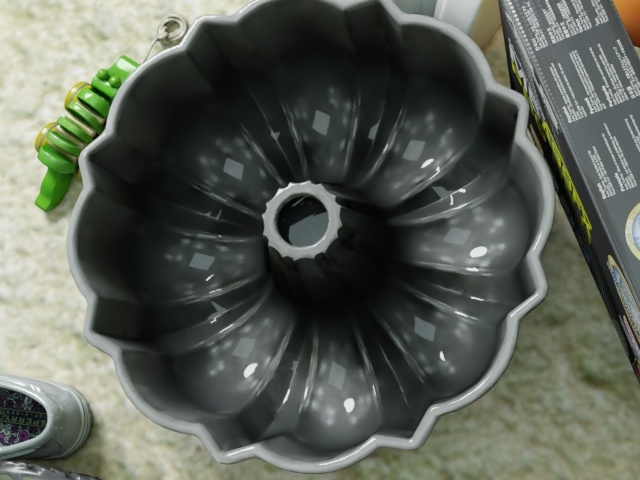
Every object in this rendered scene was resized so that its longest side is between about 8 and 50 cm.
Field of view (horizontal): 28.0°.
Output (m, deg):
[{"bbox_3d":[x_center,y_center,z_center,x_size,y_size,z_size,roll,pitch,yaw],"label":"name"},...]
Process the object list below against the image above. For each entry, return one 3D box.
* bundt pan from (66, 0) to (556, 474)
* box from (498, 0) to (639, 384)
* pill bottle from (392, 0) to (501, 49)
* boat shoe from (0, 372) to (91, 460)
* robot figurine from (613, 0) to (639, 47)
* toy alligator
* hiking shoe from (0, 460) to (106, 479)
[{"bbox_3d":[0.000,0.000,0.898,0.331,0.124,0.330,-3,77,11],"label":"bundt pan"},{"bbox_3d":[0.192,-0.025,0.816,0.060,0.216,0.270,-23,76,6],"label":"box"},{"bbox_3d":[0.038,-0.217,0.939,0.208,0.117,0.117,28,85,16],"label":"pill bottle"},{"bbox_3d":[-0.287,0.124,0.950,0.228,0.081,0.079,1,78,11],"label":"boat shoe"},{"bbox_3d":[0.281,-0.198,0.882,0.220,0.158,0.128,-4,58,11],"label":"robot figurine"},{"bbox_3d":[-0.168,-0.106,0.991,0.056,0.051,0.189,34,87,16],"label":"toy alligator"},{"bbox_3d":[-0.170,0.222,0.903,0.227,0.086,0.114,9,77,12],"label":"hiking shoe"}]
